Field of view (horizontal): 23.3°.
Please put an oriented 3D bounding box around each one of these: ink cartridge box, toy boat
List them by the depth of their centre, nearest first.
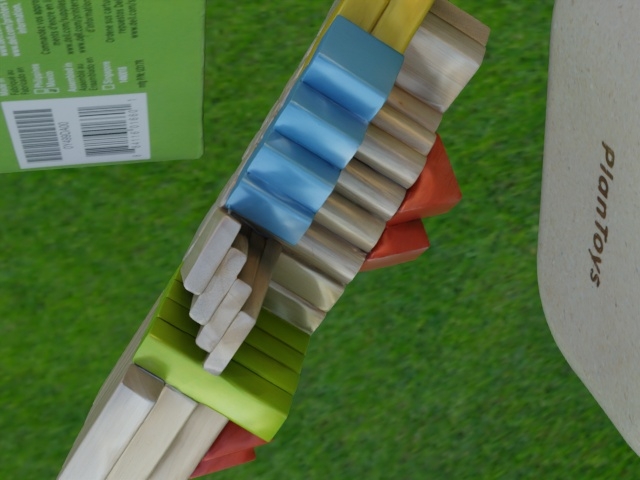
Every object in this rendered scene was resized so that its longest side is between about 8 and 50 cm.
[{"bbox_3d":[0.171,-0.030,0.561,0.151,0.151,0.231,-120,24,-52],"label":"toy boat"},{"bbox_3d":[-0.098,-0.175,0.571,0.097,0.189,0.255,-5,73,-6],"label":"ink cartridge box"}]

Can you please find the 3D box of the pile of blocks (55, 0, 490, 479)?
[{"bbox_3d":[0.000,0.000,0.816,0.112,0.149,0.362,31,93,-7],"label":"pile of blocks"}]
